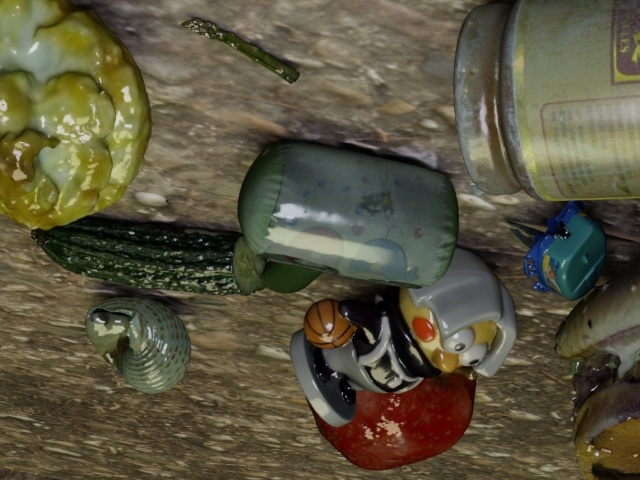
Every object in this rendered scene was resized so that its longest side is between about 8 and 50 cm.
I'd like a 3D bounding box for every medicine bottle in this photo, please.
[{"bbox_3d":[0.263,-0.106,0.909,0.323,0.151,0.151,-1,156,23],"label":"medicine bottle"}]

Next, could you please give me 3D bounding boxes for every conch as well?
[{"bbox_3d":[-0.234,0.126,1.739,0.135,0.102,0.153,8,126,23],"label":"conch"}]

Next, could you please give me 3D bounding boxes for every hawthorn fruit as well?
[{"bbox_3d":[0.101,0.171,1.611,0.205,0.205,0.253,22,148,-30],"label":"hawthorn fruit"}]

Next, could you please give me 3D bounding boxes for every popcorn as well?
[{"bbox_3d":[-0.244,-0.107,1.068,0.221,0.183,0.204,19,147,10],"label":"popcorn"}]

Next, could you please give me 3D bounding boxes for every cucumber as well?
[{"bbox_3d":[-0.193,0.018,1.493,0.265,0.077,0.077,5,158,9],"label":"cucumber"}]

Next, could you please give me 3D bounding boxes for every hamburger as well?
[{"bbox_3d":[0.378,0.130,1.327,0.318,0.195,0.277,6,158,-35],"label":"hamburger"}]

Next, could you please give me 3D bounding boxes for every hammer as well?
[{"bbox_3d":[0.000,0.000,1.347,0.207,0.118,0.335,14,164,-12],"label":"hammer"}]

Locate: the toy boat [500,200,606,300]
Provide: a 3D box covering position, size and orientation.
[{"bbox_3d":[0.226,0.004,1.321,0.110,0.091,0.175,37,174,25],"label":"toy boat"}]

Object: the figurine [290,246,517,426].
[{"bbox_3d":[0.089,0.096,1.440,0.236,0.133,0.176,-26,141,16],"label":"figurine"}]

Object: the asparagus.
[{"bbox_3d":[-0.063,-0.156,1.089,0.114,0.015,0.014,26,-173,-32],"label":"asparagus"}]

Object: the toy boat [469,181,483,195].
[{"bbox_3d":[0.263,-0.047,1.065,0.291,0.067,0.220,-9,179,-3],"label":"toy boat"}]
